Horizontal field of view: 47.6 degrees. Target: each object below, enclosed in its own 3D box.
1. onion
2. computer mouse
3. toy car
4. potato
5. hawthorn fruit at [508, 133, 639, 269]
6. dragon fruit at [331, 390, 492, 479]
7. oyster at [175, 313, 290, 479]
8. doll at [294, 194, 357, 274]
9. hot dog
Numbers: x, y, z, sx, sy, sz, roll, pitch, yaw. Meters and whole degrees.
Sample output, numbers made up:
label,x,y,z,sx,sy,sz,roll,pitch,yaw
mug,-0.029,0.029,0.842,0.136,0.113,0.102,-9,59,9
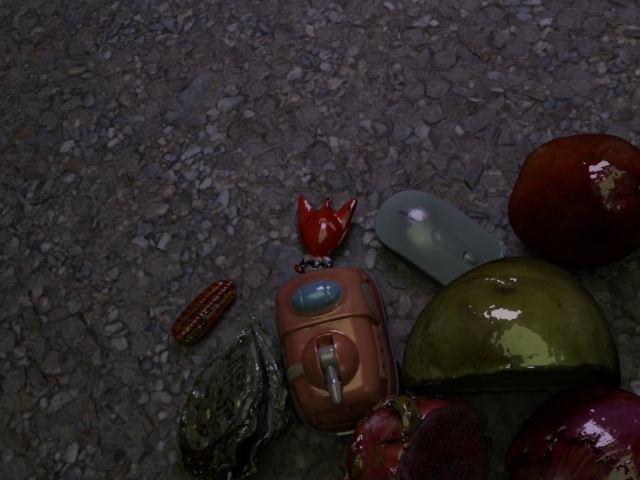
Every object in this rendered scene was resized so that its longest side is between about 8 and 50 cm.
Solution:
label,x,y,z,sx,sy,sz,roll,pitch,yaw
onion,0.377,0.323,0.938,0.276,0.276,0.276,-4,66,9
computer mouse,0.197,0.001,1.226,0.231,0.079,0.128,30,79,18
toy car,0.019,0.156,1.114,0.181,0.212,0.270,-14,64,5
potato,0.274,0.105,1.032,0.330,0.280,0.212,-4,73,7
hawthorn fruit,0.421,-0.067,1.108,0.224,0.261,0.224,1,84,-13
dragon fruit,0.127,0.320,1.010,0.211,0.282,0.147,-41,29,-28
oyster,-0.127,0.264,1.165,0.198,0.112,0.267,25,81,42
doll,0.000,0.000,1.271,0.109,0.057,0.169,5,67,16
hot dog,-0.202,0.122,1.269,0.062,0.038,0.144,38,78,23
